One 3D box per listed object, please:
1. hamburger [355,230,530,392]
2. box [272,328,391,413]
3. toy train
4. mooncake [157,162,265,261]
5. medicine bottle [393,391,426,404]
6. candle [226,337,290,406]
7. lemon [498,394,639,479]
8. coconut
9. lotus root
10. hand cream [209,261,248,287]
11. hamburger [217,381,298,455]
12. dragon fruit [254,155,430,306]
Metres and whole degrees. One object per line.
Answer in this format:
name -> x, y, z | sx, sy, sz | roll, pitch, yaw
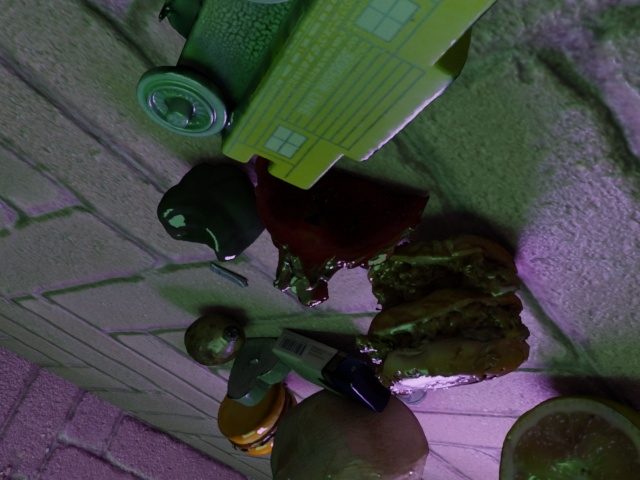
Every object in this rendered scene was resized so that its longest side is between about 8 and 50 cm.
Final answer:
hamburger -> 0.178, 0.120, 0.960 | 0.260, 0.211, 0.245 | -4, 159, -6
box -> 0.026, 0.306, 1.481 | 0.259, 0.071, 0.168 | 16, 154, 43
toy train -> -0.012, -0.209, 0.613 | 0.272, 0.179, 0.442 | 22, 152, -18
mooncake -> -0.172, -0.044, 0.987 | 0.175, 0.169, 0.104 | -11, 139, 20
medicine bottle -> 0.198, 0.323, 1.449 | 0.079, 0.079, 0.140 | 3, 146, 28
candle -> -0.163, 0.322, 1.621 | 0.068, 0.192, 0.168 | 43, -172, -35
lemon -> 0.554, 0.488, 1.251 | 0.364, 0.364, 0.364 | 16, 150, 9
coconut -> 0.048, 0.559, 1.553 | 0.404, 0.405, 0.405 | 16, 150, 9
lotus root -> -0.252, 0.242, 1.555 | 0.138, 0.138, 0.214 | 35, 145, -24
hand cream -> -0.197, 0.076, 1.350 | 0.093, 0.019, 0.030 | 26, 149, -5
hamburger -> -0.172, 0.512, 1.837 | 0.246, 0.246, 0.170 | -9, 130, 42
dragon fruit -> 0.000, 0.000, 0.922 | 0.261, 0.212, 0.134 | 20, 144, 13
